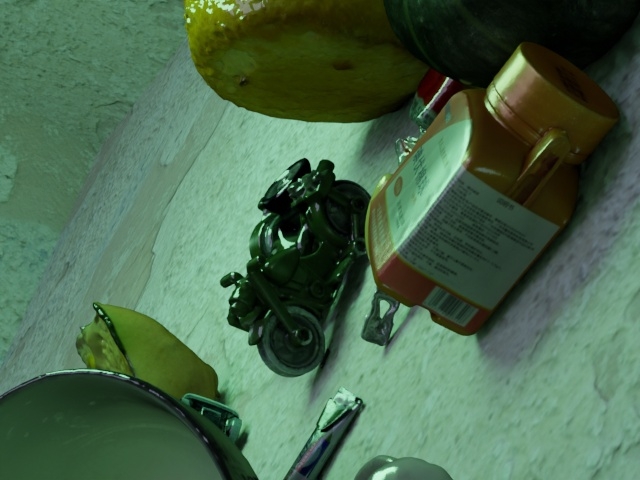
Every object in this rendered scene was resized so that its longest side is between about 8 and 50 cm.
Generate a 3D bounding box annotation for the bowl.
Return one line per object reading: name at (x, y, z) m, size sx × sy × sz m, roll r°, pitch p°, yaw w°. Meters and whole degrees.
bowl at (-0.178, 0.301, 1.396) m, size 0.354 × 0.354 × 0.185 m, roll -59°, pitch -28°, yaw 3°

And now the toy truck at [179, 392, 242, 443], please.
toy truck at (-0.149, 0.268, 1.692) m, size 0.177 × 0.080 × 0.115 m, roll -78°, pitch 14°, yaw -44°

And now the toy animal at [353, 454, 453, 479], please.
toy animal at (0.034, 0.244, 0.998) m, size 0.357 × 0.194 × 0.257 m, roll -137°, pitch 67°, yaw -82°

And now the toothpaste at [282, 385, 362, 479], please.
toothpaste at (-0.013, 0.217, 1.450) m, size 0.170 × 0.028 × 0.045 m, roll -58°, pitch 27°, yaw -3°

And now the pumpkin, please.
pumpkin at (0.185, -0.274, 1.380) m, size 0.300 × 0.207 × 0.300 m, roll -38°, pitch 43°, yaw 47°

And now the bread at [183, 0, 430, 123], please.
bread at (0.011, -0.264, 1.747) m, size 0.358 × 0.337 × 0.204 m, roll 148°, pitch 125°, yaw -63°

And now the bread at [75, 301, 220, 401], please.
bread at (-0.192, 0.192, 1.868) m, size 0.251 × 0.133 × 0.174 m, roll 66°, pitch 149°, yaw 18°

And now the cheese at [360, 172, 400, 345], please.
cheese at (0.073, 0.021, 1.453) m, size 0.036 × 0.086 × 0.162 m, roll -104°, pitch 31°, yaw -77°

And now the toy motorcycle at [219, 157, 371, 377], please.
toy motorcycle at (-0.039, 0.028, 1.685) m, size 0.205 × 0.127 × 0.275 m, roll -30°, pitch 31°, yaw 56°

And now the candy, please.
candy at (0.157, -0.181, 1.564) m, size 0.292 × 0.059 × 0.086 m, roll -57°, pitch 19°, yaw 14°

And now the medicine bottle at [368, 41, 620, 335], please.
medicine bottle at (0.141, -0.049, 1.279) m, size 0.222 × 0.112 × 0.149 m, roll -53°, pitch 17°, yaw 24°
